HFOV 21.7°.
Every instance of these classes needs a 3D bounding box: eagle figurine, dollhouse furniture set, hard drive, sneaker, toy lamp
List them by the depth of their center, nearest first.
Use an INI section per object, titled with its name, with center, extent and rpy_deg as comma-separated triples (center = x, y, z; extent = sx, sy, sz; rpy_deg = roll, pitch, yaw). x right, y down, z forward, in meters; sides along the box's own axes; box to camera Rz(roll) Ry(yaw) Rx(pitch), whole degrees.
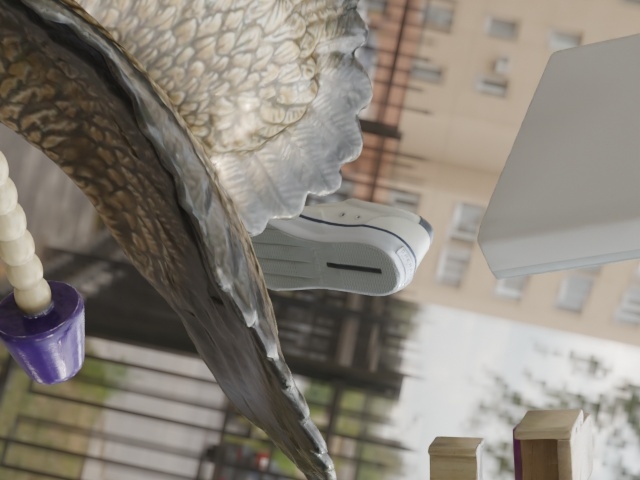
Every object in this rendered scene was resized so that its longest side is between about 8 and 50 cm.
[eagle figurine]
center = -0.094, -0.069, 0.615
extent = 0.225, 0.298, 0.226
rpy_deg = 178, -65, -77
[hard drive]
center = 0.295, -0.082, 1.087
extent = 0.047, 0.353, 0.233
rpy_deg = 62, 36, -29
[toy lamp]
center = -0.246, 0.000, 1.327
extent = 0.080, 0.080, 0.274
rpy_deg = -77, 158, -52
[dollhouse furniture set]
center = 0.096, 0.286, 1.482
extent = 0.198, 0.303, 0.286
rpy_deg = -17, 104, -72
[sneaker]
center = 0.000, 0.000, 1.718
extent = 0.091, 0.258, 0.094
rpy_deg = -39, 131, -44
